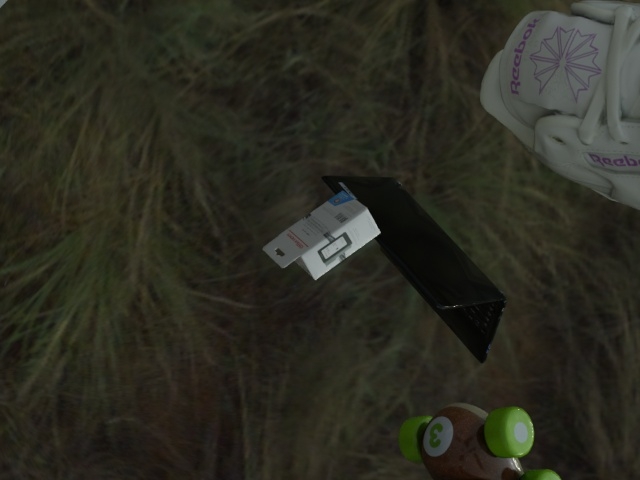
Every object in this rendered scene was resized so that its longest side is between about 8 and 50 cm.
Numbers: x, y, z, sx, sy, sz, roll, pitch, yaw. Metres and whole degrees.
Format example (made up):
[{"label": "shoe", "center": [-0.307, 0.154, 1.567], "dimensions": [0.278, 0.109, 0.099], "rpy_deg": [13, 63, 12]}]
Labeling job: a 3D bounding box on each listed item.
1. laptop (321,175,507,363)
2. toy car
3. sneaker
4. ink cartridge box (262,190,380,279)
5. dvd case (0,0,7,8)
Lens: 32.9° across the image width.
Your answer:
[{"label": "laptop", "center": [0.115, 0.044, 1.414], "dimensions": [0.136, 0.264, 0.234], "rpy_deg": [-29, 62, -21]}, {"label": "toy car", "center": [0.127, 0.272, 1.109], "dimensions": [0.188, 0.155, 0.149], "rpy_deg": [-37, 103, -40]}, {"label": "sneaker", "center": [0.166, -0.049, 0.491], "dimensions": [0.152, 0.305, 0.114], "rpy_deg": [17, 93, -14]}, {"label": "ink cartridge box", "center": [0.000, 0.000, 0.874], "dimensions": [0.083, 0.048, 0.028], "rpy_deg": [-35, 120, -9]}, {"label": "dvd case", "center": [-0.326, -0.228, 0.833], "dimensions": [0.238, 0.030, 0.179], "rpy_deg": [-40, 129, 21]}]
